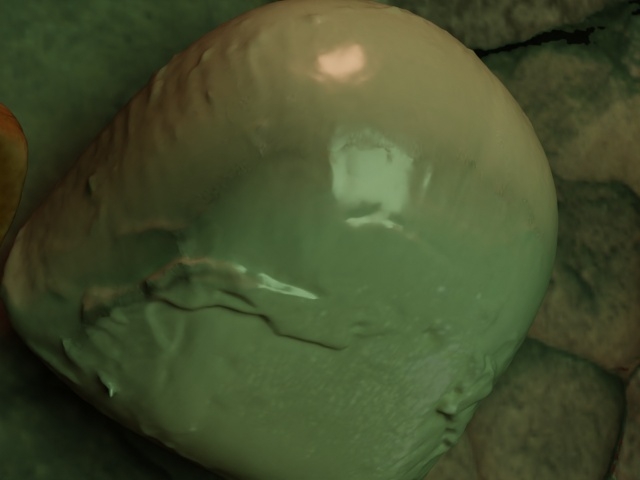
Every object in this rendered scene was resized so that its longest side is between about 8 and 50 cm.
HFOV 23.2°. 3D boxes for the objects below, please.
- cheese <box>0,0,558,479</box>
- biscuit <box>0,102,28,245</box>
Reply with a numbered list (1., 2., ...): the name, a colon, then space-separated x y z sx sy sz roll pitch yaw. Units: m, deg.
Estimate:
1. cheese: 0.000 0.000 0.609 0.198 0.189 0.154 27 35 -28
2. biscuit: -0.228 -0.014 0.443 0.284 0.043 0.306 -37 135 -20
